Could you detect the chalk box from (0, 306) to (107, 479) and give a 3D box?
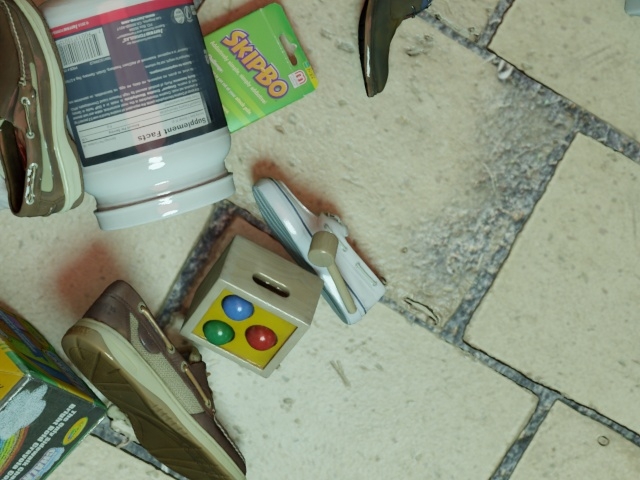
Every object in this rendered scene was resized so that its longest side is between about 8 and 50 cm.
[{"bbox_3d":[-0.394,0.194,1.819,0.180,0.289,0.179,-46,67,-2],"label":"chalk box"}]

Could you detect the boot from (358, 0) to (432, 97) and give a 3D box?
[{"bbox_3d":[0.102,-0.287,1.900,0.106,0.082,0.219,1,95,-5],"label":"boot"}]

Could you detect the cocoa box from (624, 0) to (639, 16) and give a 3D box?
[{"bbox_3d":[0.539,-0.371,1.812,0.228,0.347,0.231,6,95,-9],"label":"cocoa box"}]

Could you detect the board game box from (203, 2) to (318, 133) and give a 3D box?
[{"bbox_3d":[-0.142,-0.188,1.903,0.259,0.039,0.124,-27,100,-1],"label":"board game box"}]

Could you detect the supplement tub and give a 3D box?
[{"bbox_3d":[-0.215,-0.165,1.784,0.191,0.191,0.272,-16,98,-5],"label":"supplement tub"}]

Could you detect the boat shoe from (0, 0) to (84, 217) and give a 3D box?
[{"bbox_3d":[-0.339,-0.149,1.705,0.095,0.095,0.257,-21,100,-37],"label":"boat shoe"}]

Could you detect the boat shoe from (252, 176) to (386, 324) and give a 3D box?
[{"bbox_3d":[0.000,0.000,1.930,0.076,0.083,0.226,-39,112,-13],"label":"boat shoe"}]

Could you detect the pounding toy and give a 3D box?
[{"bbox_3d":[-0.045,0.077,1.860,0.181,0.094,0.206,28,135,-10],"label":"pounding toy"}]

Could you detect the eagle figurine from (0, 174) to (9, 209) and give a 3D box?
[{"bbox_3d":[-0.515,-0.112,1.792,0.298,0.225,0.226,-23,110,-15],"label":"eagle figurine"}]

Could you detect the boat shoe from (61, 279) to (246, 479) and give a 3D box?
[{"bbox_3d":[-0.179,0.182,1.873,0.342,0.123,0.123,52,54,-34],"label":"boat shoe"}]
